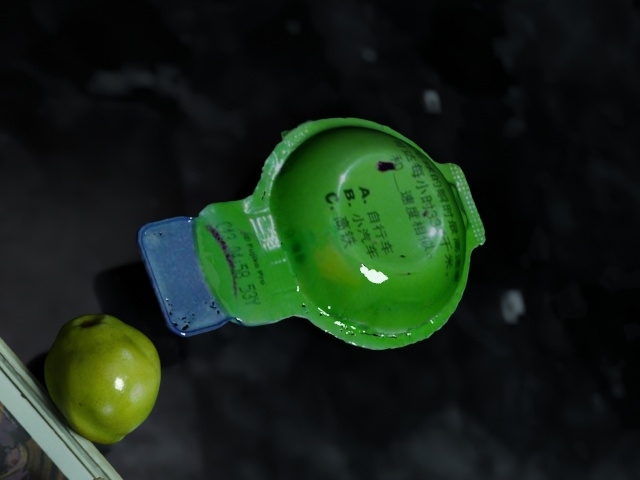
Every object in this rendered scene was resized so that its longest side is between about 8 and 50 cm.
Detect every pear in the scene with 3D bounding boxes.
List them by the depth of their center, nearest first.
[{"bbox_3d":[-0.161,0.104,1.463,0.092,0.092,0.097,-16,117,-29],"label":"pear"}]

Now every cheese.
[{"bbox_3d":[0.000,0.000,1.577,0.320,0.083,0.204,-14,78,-31],"label":"cheese"}]

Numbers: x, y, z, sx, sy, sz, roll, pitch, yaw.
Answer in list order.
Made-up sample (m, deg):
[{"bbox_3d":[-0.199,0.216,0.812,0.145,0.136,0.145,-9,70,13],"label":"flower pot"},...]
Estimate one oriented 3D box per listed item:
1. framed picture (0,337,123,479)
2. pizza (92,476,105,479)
[{"bbox_3d":[-0.277,0.207,1.404,0.216,0.016,0.273,49,58,-1],"label":"framed picture"},{"bbox_3d":[-0.166,0.292,1.352,0.323,0.089,0.223,48,34,-16],"label":"pizza"}]
